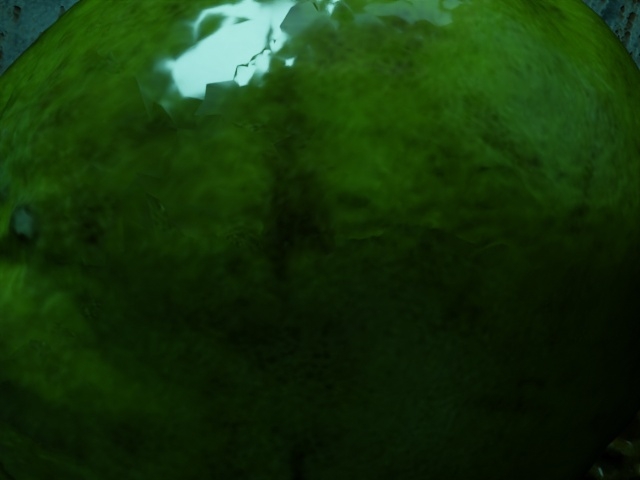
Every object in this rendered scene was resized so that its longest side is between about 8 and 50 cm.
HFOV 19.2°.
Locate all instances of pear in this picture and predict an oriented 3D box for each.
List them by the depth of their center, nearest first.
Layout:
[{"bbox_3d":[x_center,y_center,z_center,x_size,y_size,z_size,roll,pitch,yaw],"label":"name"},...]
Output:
[{"bbox_3d":[0.000,0.000,0.969,0.413,0.352,0.352,-1,15,-33],"label":"pear"}]

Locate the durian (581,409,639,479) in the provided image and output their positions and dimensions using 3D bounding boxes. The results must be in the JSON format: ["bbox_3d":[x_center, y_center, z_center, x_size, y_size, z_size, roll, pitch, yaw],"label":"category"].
[{"bbox_3d":[0.137,0.114,1.177,0.249,0.138,0.183,15,-32,4],"label":"durian"}]
